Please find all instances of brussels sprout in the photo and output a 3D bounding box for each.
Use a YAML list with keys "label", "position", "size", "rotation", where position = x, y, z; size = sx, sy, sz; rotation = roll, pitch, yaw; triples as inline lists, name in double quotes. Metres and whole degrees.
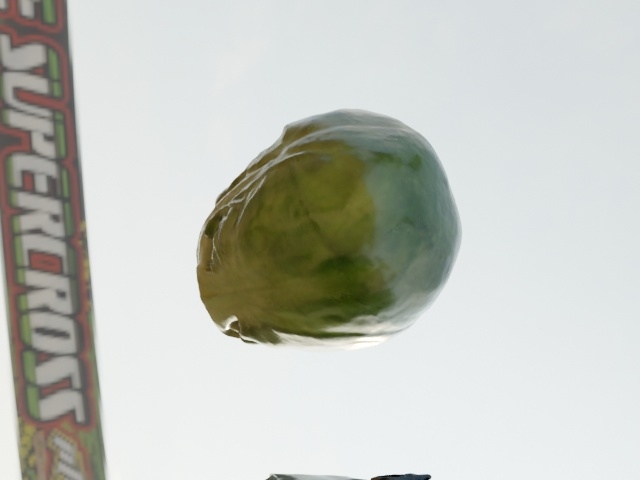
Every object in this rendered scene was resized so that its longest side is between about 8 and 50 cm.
- label: "brussels sprout"
  position: [0.000, 0.000, 0.971]
  size: [0.271, 0.219, 0.210]
  rotation: [-21, -63, 31]

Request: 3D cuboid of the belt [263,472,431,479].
- label: "belt"
  position: [0.057, 0.250, 0.798]
  size: [0.184, 0.289, 0.164]
  rotation: [-144, -118, -71]
